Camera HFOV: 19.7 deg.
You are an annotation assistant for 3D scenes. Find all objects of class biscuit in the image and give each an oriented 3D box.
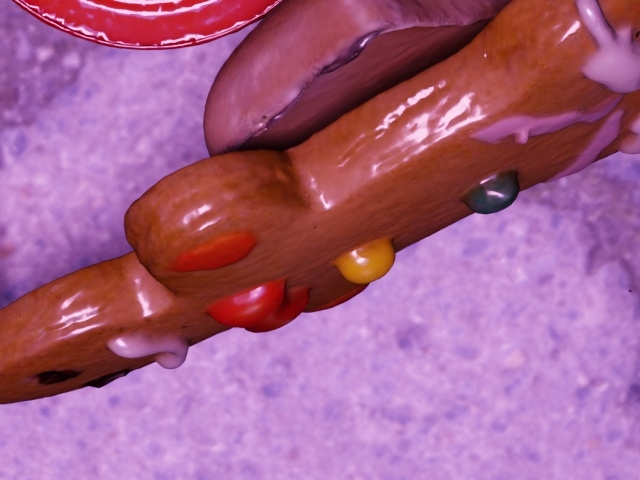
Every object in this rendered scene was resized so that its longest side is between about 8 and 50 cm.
[{"bbox_3d":[0.000,0.001,1.003,0.432,0.283,0.064,-27,76,9],"label":"biscuit"}]

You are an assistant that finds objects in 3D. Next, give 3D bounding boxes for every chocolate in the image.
[{"bbox_3d":[0.040,-0.109,0.994,0.161,0.261,0.083,-39,74,37],"label":"chocolate"}]

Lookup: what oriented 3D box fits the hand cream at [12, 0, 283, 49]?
[{"bbox_3d":[-0.090,-0.218,0.973,0.230,0.149,0.230,-2,113,-6],"label":"hand cream"}]
